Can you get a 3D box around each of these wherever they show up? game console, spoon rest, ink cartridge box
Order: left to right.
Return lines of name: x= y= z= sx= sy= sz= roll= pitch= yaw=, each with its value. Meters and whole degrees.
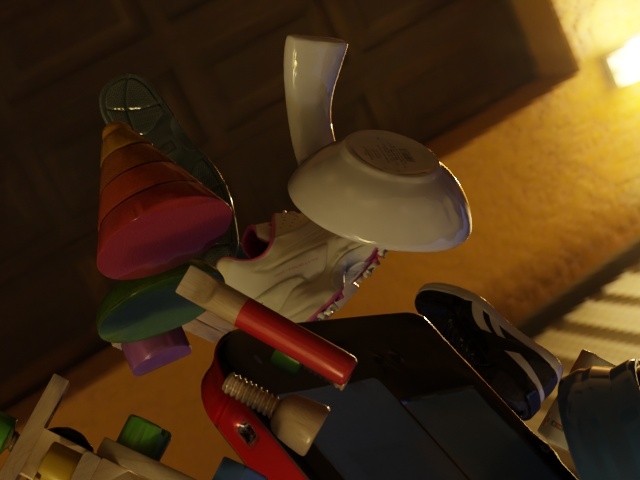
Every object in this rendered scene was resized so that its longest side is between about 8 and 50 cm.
spoon rest: x=0.027 y=-0.065 z=1.030 sx=0.137 sy=0.084 sz=0.276 roll=3 pitch=-147 yaw=-20
game console: x=0.108 y=0.206 z=1.116 sx=0.342 sy=0.386 sz=0.060 roll=-6 pitch=136 yaw=-50
ink cartridge box: x=0.377 y=0.235 z=1.905 sx=0.145 sy=0.045 sz=0.179 roll=-61 pitch=180 yaw=-1

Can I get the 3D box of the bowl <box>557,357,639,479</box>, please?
bowl: x=0.346 y=0.282 z=1.208 sx=0.077 sy=0.391 sz=0.391 roll=-30 pitch=-165 yaw=16

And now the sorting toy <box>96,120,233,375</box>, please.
sorting toy: x=-0.168 y=0.005 z=1.238 sx=0.127 sy=0.126 sz=0.365 roll=-20 pitch=158 yaw=-16

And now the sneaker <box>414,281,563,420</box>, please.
sneaker: x=0.194 y=0.147 z=1.694 sx=0.121 sy=0.217 sz=0.079 roll=-47 pitch=163 yaw=-38

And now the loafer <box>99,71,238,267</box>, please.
loafer: x=-0.168 y=-0.073 z=1.554 sx=0.096 sy=0.267 sz=0.084 roll=-28 pitch=171 yaw=-1

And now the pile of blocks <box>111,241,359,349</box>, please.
pile of blocks: x=-0.136 y=0.047 z=1.641 sx=0.362 sy=0.112 sz=0.149 roll=-11 pitch=-115 yaw=28

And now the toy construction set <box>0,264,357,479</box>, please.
toy construction set: x=-0.143 y=0.155 z=0.993 sx=0.309 sy=0.237 sz=0.257 roll=-61 pitch=175 yaw=12

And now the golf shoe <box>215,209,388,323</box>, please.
golf shoe: x=0.000 y=0.000 z=1.497 sx=0.306 sy=0.140 sz=0.115 roll=-44 pitch=171 yaw=-40
